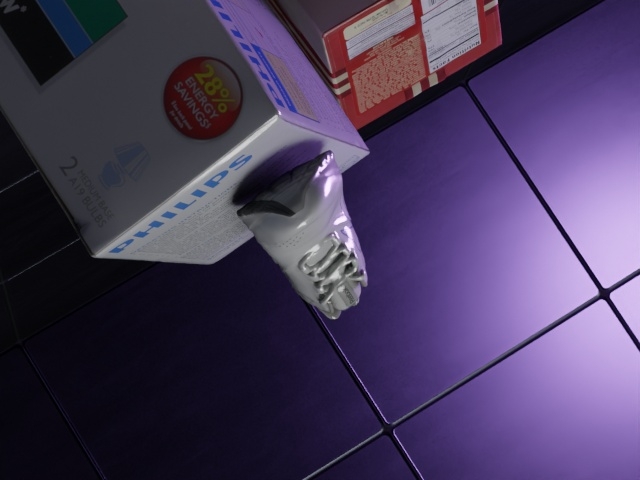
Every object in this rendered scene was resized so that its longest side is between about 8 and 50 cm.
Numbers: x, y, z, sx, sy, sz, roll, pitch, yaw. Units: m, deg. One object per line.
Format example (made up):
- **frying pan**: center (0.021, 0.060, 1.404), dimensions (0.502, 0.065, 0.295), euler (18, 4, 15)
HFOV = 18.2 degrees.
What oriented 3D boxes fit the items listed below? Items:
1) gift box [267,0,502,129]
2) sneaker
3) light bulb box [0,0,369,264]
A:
- **gift box**: center (0.050, -0.330, 2.271), dimensions (0.255, 0.258, 0.276), euler (-29, 151, -11)
- **sneaker**: center (0.000, 0.000, 1.938), dimensions (0.111, 0.129, 0.297), euler (-33, 170, 0)
- **light bulb box**: center (-0.170, -0.179, 1.950), dimensions (0.225, 0.358, 0.361), euler (-36, 170, 10)
